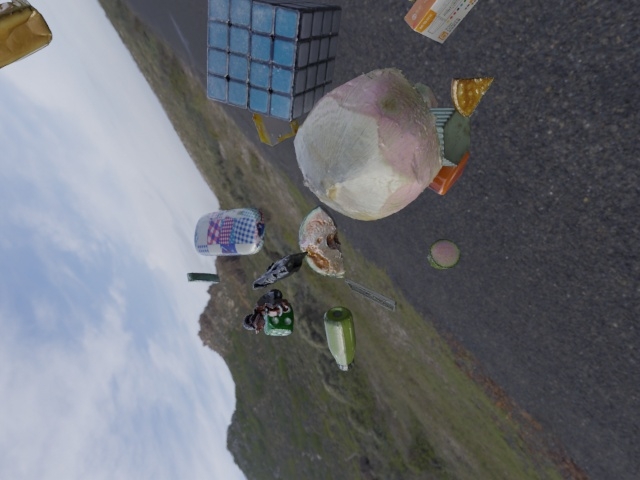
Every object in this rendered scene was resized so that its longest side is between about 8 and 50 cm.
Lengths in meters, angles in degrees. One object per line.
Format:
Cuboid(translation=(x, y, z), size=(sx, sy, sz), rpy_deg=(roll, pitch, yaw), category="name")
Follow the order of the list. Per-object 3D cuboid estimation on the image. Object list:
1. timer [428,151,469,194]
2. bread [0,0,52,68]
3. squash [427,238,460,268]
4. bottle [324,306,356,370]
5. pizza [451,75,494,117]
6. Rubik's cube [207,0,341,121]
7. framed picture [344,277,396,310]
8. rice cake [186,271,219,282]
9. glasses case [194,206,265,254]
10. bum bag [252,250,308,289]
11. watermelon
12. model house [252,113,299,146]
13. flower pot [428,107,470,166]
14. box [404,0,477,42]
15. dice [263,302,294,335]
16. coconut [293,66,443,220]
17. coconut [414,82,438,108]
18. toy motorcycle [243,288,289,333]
Cuboid(translation=(0.533, -0.364, 2.009), size=(0.257, 0.250, 0.161), rpy_deg=(37, 156, 13), category="timer")
Cuboid(translation=(-0.978, -0.638, 1.321), size=(0.107, 0.241, 0.136), rpy_deg=(32, 154, 23), category="bread")
Cuboid(translation=(0.408, 0.064, 1.469), size=(0.105, 0.105, 0.132), rpy_deg=(58, 166, 15), category="squash")
Cuboid(translation=(0.083, 0.386, 1.649), size=(0.112, 0.111, 0.261), rpy_deg=(-134, 31, -58), category="bottle")
Cuboid(translation=(0.569, -0.575, 1.609), size=(0.184, 0.176, 0.036), rpy_deg=(37, -164, -37), category="pizza")
Cuboid(translation=(-0.155, -0.640, 1.458), size=(0.336, 0.344, 0.345), rpy_deg=(18, 123, 17), category="Rubik's cube")
Cuboid(translation=(0.178, 0.195, 1.494), size=(0.188, 0.023, 0.260), rpy_deg=(25, 172, 14), category="framed picture")
Cuboid(translation=(-0.503, 0.161, 1.829), size=(0.211, 0.034, 0.043), rpy_deg=(19, -125, -68), category="rice cake")
Cuboid(translation=(-0.263, -0.020, 1.200), size=(0.327, 0.076, 0.125), rpy_deg=(-3, 84, 46), category="glasses case")
Cuboid(translation=(-0.148, 0.108, 1.559), size=(0.310, 0.136, 0.074), rpy_deg=(-33, 83, 52), category="bum bag")
Cuboid(translation=(-0.006, 0.001, 1.840), size=(0.188, 0.175, 0.322), rpy_deg=(-110, 10, -78), category="watermelon")
Cuboid(translation=(-0.234, -0.587, 2.064), size=(0.220, 0.207, 0.136), rpy_deg=(66, 169, -27), category="model house")
Cuboid(translation=(0.492, -0.431, 1.780), size=(0.189, 0.209, 0.240), rpy_deg=(19, 123, 46), category="flower pot")
Cuboid(translation=(0.494, -0.937, 1.679), size=(0.274, 0.220, 0.091), rpy_deg=(-48, 59, 41), category="box")
Cuboid(translation=(-0.181, 0.338, 1.840), size=(0.131, 0.120, 0.129), rpy_deg=(120, 150, -64), category="dice")
Cuboid(translation=(0.113, -0.240, 1.177), size=(0.405, 0.404, 0.405), rpy_deg=(58, 171, 15), category="coconut")
Cuboid(translation=(0.457, -0.639, 2.000), size=(0.195, 0.194, 0.194), rpy_deg=(58, 171, 15), category="coconut")
Cuboid(translation=(-0.203, 0.278, 1.669), size=(0.118, 0.212, 0.084), rpy_deg=(27, 141, 20), category="toy motorcycle")
